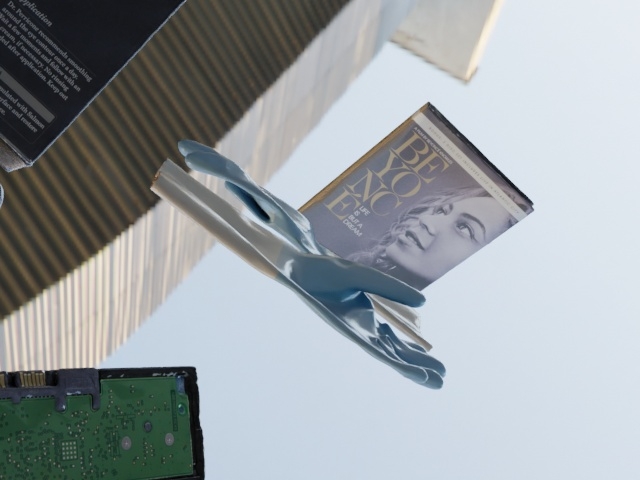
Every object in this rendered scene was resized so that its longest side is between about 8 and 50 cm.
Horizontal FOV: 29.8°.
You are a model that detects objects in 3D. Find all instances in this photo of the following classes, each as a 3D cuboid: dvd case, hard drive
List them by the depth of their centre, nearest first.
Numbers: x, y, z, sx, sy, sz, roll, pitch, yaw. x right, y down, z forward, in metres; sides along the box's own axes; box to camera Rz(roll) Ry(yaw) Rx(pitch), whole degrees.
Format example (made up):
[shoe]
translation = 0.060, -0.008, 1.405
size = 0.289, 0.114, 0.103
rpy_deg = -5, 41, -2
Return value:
[hard drive]
translation = -0.170, 0.251, 0.756
size = 0.237, 0.064, 0.338
rpy_deg = 4, -101, -48
[dvd case]
translation = 0.095, -0.029, 1.309
size = 0.164, 0.221, 0.018
rpy_deg = 42, -148, -15

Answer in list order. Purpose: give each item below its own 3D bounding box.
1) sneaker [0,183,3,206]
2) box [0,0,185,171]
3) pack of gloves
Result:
[sneaker]
translation = -0.250, -0.057, 0.716
size = 0.226, 0.163, 0.086
rpy_deg = 12, -118, -51
[box]
translation = -0.193, -0.137, 0.850
size = 0.093, 0.156, 0.158
rpy_deg = 44, -103, -16
[pack of gloves]
translation = 0.000, 0.000, 0.811
size = 0.232, 0.046, 0.195
rpy_deg = 38, -169, -10
